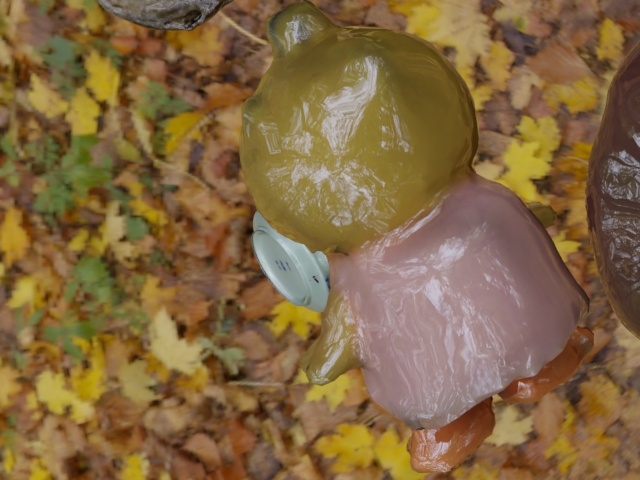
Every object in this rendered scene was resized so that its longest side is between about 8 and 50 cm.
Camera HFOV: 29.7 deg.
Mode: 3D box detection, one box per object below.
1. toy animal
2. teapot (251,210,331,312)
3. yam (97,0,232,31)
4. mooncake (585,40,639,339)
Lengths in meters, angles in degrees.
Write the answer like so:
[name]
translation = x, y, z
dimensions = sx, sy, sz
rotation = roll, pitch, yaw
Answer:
[toy animal]
translation = 0.047, -0.012, 0.714
dimensions = 0.195, 0.169, 0.281
rotation = -32, 88, -21
[teapot]
translation = 0.000, 0.000, 1.587
dimensions = 0.232, 0.159, 0.158
rotation = 3, 93, 63
[yam]
translation = -0.052, -0.253, 0.746
dimensions = 0.131, 0.279, 0.131
rotation = 12, 138, 11
[mooncake]
translation = 0.397, -0.057, 1.173
dimensions = 0.174, 0.334, 0.325
rotation = -1, 115, 47
